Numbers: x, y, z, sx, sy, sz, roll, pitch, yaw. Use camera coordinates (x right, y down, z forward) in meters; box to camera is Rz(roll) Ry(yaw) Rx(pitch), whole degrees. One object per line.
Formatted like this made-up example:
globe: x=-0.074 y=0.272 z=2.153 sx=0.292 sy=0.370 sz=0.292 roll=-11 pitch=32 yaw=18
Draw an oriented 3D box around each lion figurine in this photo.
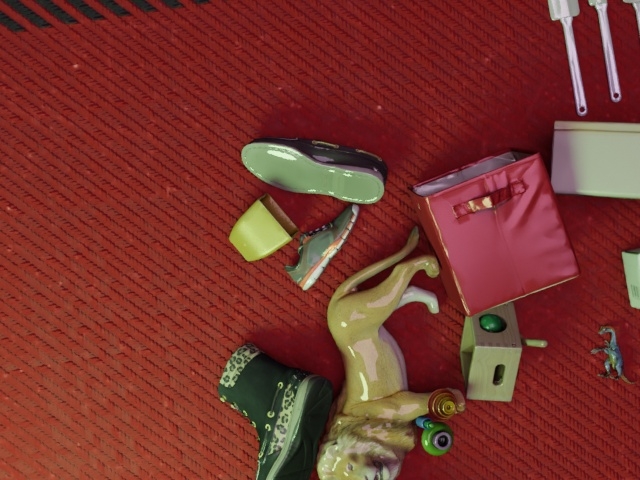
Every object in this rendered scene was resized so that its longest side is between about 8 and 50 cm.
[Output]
lion figurine: x=0.085 y=0.190 z=1.774 sx=0.240 sy=0.142 sz=0.392 roll=-11 pitch=87 yaw=-3

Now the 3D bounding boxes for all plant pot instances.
plant pot: x=-0.094 y=-0.013 z=1.786 sx=0.083 sy=0.081 sz=0.081 roll=-40 pitch=93 yaw=11

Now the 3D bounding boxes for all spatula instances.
spatula: x=0.455 y=-0.328 z=1.813 sx=0.168 sy=0.019 sz=0.242 roll=-11 pitch=92 yaw=-2

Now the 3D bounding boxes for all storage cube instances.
storage cube: x=0.256 y=-0.017 z=1.729 sx=0.184 sy=0.215 sz=0.193 roll=-21 pitch=99 yaw=-1

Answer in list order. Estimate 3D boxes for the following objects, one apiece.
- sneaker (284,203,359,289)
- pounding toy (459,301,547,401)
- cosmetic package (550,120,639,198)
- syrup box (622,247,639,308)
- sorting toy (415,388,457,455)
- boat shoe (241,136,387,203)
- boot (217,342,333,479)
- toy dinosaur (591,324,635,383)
sneaker: x=0.000 y=0.000 z=1.798 sx=0.065 sy=0.061 sz=0.158 roll=36 pitch=91 yaw=4
pounding toy: x=0.275 y=0.163 z=1.746 sx=0.100 sy=0.130 sz=0.141 roll=3 pitch=127 yaw=-2
cosmetic package: x=0.509 y=-0.113 z=1.704 sx=0.309 sy=0.160 sz=0.113 roll=3 pitch=92 yaw=20
syrup box: x=0.604 y=0.040 z=1.793 sx=0.237 sy=0.093 sz=0.096 roll=-11 pitch=92 yaw=-1
sorting toy: x=0.177 y=0.271 z=1.701 sx=0.061 sy=0.042 sz=0.102 roll=2 pitch=90 yaw=-17
boat shoe: x=-0.008 y=-0.119 z=1.790 sx=0.228 sy=0.068 sz=0.081 roll=15 pitch=132 yaw=2
boot: x=-0.088 y=0.288 z=1.763 sx=0.178 sy=0.085 sz=0.236 roll=25 pitch=98 yaw=39
toy dinosaur: x=0.466 y=0.179 z=1.834 sx=0.090 sy=0.047 sz=0.082 roll=18 pitch=82 yaw=-35
